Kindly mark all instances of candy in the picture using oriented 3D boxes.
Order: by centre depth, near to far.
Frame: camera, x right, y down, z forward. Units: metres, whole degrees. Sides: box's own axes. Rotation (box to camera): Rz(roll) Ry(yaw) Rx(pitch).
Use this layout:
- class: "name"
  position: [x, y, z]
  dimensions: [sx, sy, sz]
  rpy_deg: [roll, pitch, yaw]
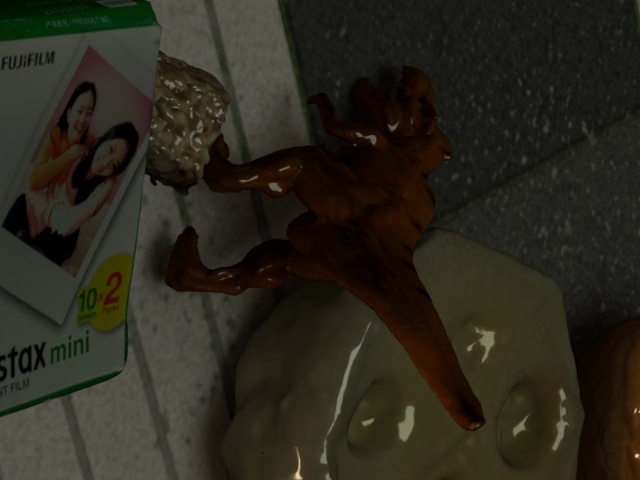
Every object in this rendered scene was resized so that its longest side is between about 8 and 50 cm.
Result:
- class: "candy"
  position: [-0.113, -0.085, 1.245]
  dimensions: [0.110, 0.095, 0.085]
  rpy_deg: [28, 79, -37]

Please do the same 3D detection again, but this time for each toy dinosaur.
- class: "toy dinosaur"
  position: [0.000, 0.000, 1.290]
  dimensions: [0.432, 0.208, 0.097]
  rpy_deg: [-85, 180, -54]

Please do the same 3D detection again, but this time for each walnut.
- class: "walnut"
  position: [0.304, 0.162, 1.611]
  dimensions: [0.195, 0.195, 0.221]
  rpy_deg: [-16, 98, -42]

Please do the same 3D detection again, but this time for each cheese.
- class: "cheese"
  position: [0.071, 0.147, 1.429]
  dimensions: [0.318, 0.115, 0.326]
  rpy_deg: [-36, 117, -36]

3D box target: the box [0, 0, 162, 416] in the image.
- class: "box"
  position: [-0.187, -0.023, 1.128]
  dimensions: [0.180, 0.103, 0.250]
  rpy_deg: [-17, 117, -56]
